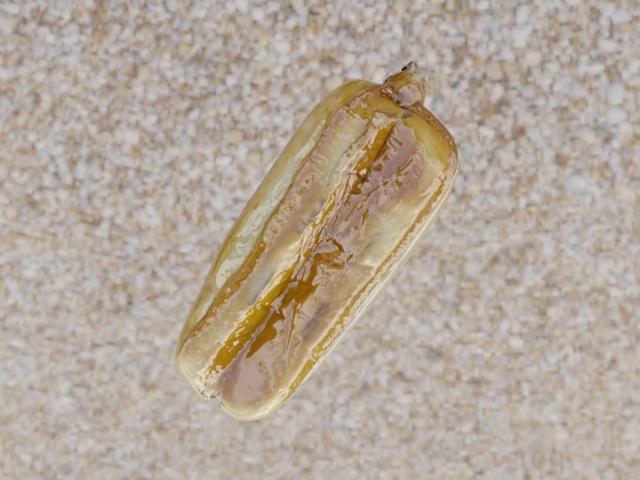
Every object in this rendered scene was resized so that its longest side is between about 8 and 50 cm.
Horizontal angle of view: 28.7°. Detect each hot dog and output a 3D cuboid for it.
[{"bbox_3d":[0.000,0.000,0.775,0.102,0.076,0.249,33,103,-4],"label":"hot dog"}]
